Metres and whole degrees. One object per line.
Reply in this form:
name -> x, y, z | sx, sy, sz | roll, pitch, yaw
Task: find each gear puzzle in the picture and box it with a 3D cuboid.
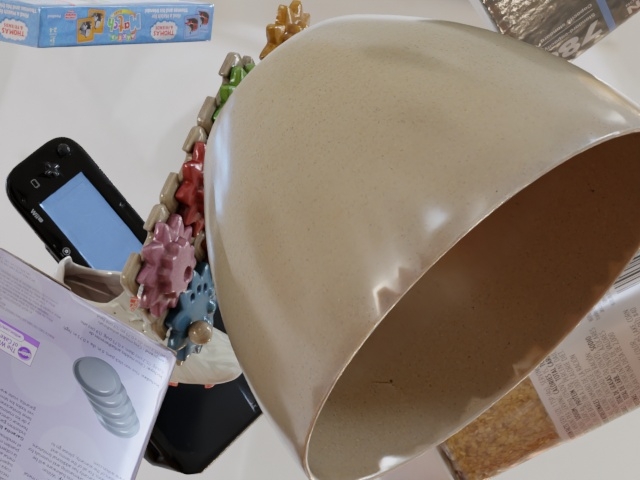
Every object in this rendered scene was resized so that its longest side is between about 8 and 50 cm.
gear puzzle -> -0.067, -0.060, 1.720 | 0.044, 0.339, 0.175 | 13, -27, 22

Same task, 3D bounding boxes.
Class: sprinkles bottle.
sprinkles bottle -> 0.195, 0.076, 1.439 | 0.355, 0.121, 0.121 | -28, -47, 7

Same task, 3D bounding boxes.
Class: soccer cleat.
soccer cleat -> -0.160, 0.076, 1.804 | 0.196, 0.068, 0.076 | 20, -46, 6

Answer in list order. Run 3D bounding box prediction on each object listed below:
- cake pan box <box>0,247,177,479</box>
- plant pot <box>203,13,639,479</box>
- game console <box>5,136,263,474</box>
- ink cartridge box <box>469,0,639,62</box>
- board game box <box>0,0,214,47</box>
cake pan box -> -0.248, 0.118, 1.346 | 0.267, 0.246, 0.070 | 32, -46, -18
plant pot -> 0.042, -0.022, 1.154 | 0.191, 0.284, 0.284 | 48, -31, 22
game console -> -0.192, 0.059, 2.030 | 0.361, 0.213, 0.044 | 50, -42, -3
ink cartridge box -> 0.185, -0.207, 1.432 | 0.165, 0.065, 0.332 | -37, -19, 6
board game box -> -0.219, -0.193, 1.681 | 0.160, 0.211, 0.039 | 13, -75, 36
